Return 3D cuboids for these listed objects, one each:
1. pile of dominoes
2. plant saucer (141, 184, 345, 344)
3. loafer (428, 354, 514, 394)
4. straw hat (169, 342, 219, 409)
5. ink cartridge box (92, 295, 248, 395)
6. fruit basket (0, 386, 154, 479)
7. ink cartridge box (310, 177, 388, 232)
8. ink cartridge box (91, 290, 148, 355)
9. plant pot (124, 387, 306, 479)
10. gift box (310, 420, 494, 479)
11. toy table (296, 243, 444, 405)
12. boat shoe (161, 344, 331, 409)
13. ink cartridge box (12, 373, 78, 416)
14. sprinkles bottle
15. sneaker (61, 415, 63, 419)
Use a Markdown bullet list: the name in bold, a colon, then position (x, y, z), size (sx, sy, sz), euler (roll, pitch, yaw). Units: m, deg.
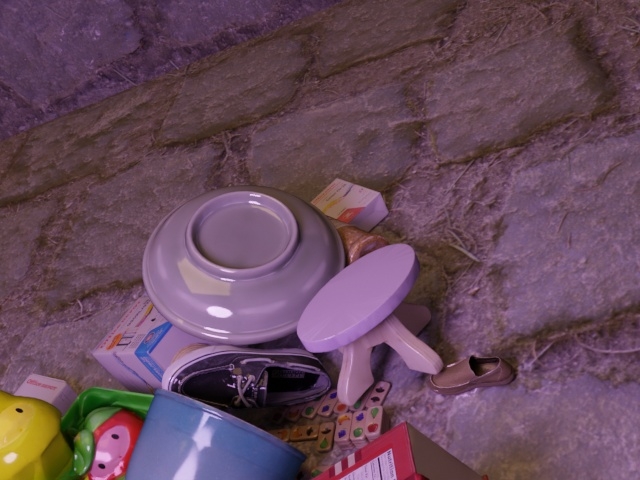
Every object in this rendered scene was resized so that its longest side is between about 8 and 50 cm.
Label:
- **pile of dominoes**: position (-0.002, 0.331, 1.372), size (0.251, 0.040, 0.196), euler (-13, 38, 22)
- **plant saucer**: position (-0.149, 0.011, 1.509), size (0.400, 0.101, 0.401), euler (1, 49, -1)
- **loafer**: position (0.251, 0.222, 1.322), size (0.148, 0.050, 0.056), euler (-15, 37, 19)
- **straw hat**: position (-0.208, 0.259, 1.454), size (0.061, 0.144, 0.144), euler (-11, 36, 48)
- **ink cartridge box**: position (-0.305, 0.219, 1.573), size (0.232, 0.168, 0.171), euler (-11, 36, 48)
- **fruit basket**: position (-0.448, 0.389, 1.329), size (0.282, 0.392, 0.392), euler (-1, 44, 34)
- **ink cartridge box**: position (0.048, -0.076, 1.827), size (0.115, 0.067, 0.198), euler (-43, 37, -20)
- **ink cartridge box**: position (-0.365, 0.179, 1.805), size (0.185, 0.065, 0.311), euler (10, 49, 42)
- **plant pot**: position (-0.195, 0.408, 1.236), size (0.271, 0.271, 0.255), euler (7, 65, 41)
- **gift box**: position (0.105, 0.423, 1.002), size (0.276, 0.258, 0.255), euler (-36, 32, 26)
- **toy table**: position (0.097, 0.150, 1.396), size (0.274, 0.161, 0.252), euler (-36, 25, -21)
- **boat shoe**: position (-0.126, 0.254, 1.391), size (0.301, 0.108, 0.102), euler (3, 13, -24)
- **ink cartridge box**: position (-0.630, 0.396, 1.694), size (0.139, 0.082, 0.191), euler (3, 44, 37)
- **sprinkles bottle**: position (0.000, 0.000, 1.719), size (0.121, 0.121, 0.355), euler (-43, 37, -19)
- **sneaker**: position (-0.542, 0.464, 1.572), size (0.097, 0.084, 0.235), euler (6, 44, 6)
